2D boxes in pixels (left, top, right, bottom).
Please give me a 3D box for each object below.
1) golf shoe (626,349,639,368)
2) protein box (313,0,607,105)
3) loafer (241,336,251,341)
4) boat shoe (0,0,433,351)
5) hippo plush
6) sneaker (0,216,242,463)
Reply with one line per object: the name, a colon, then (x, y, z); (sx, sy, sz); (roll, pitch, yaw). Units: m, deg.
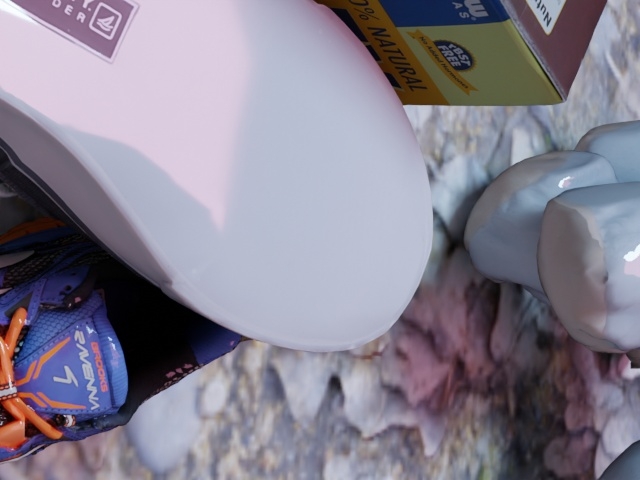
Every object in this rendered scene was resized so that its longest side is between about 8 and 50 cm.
golf shoe: (0.212, -0.011, 1.093); (0.069, 0.086, 0.176); (42, 61, -48)
protein box: (0.011, -0.167, 0.721); (0.136, 0.199, 0.201); (52, 52, -42)
loafer: (0.000, 0.000, 0.841); (0.148, 0.050, 0.056); (-46, 127, -41)
boat shoe: (-0.089, -0.060, 0.650); (0.301, 0.102, 0.108); (31, 80, -34)
hippo plush: (0.225, 0.066, 0.971); (0.234, 0.294, 0.237); (-79, 162, -75)
sneaker: (-0.110, 0.039, 0.667); (0.221, 0.087, 0.083); (-29, 114, -49)
